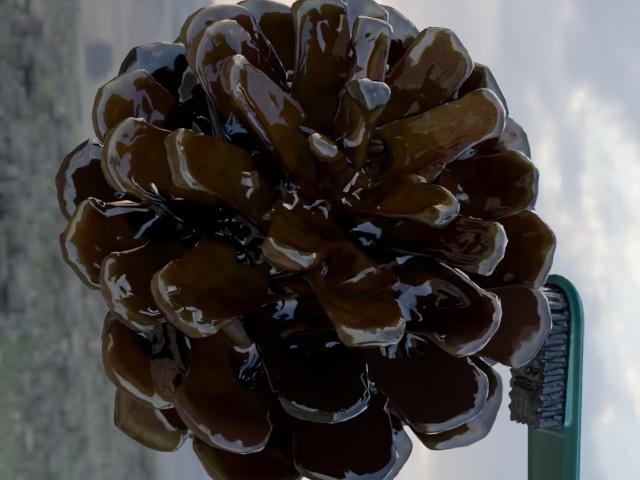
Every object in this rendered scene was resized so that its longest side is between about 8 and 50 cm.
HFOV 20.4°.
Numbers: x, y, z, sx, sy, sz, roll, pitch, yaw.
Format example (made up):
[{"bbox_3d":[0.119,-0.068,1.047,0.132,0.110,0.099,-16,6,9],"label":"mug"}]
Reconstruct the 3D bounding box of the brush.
[{"bbox_3d":[0.123,0.115,0.994,0.043,0.032,0.193,11,-79,55],"label":"brush"}]

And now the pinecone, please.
[{"bbox_3d":[-0.009,-0.003,0.845,0.264,0.264,0.264,177,-90,-87],"label":"pinecone"}]
